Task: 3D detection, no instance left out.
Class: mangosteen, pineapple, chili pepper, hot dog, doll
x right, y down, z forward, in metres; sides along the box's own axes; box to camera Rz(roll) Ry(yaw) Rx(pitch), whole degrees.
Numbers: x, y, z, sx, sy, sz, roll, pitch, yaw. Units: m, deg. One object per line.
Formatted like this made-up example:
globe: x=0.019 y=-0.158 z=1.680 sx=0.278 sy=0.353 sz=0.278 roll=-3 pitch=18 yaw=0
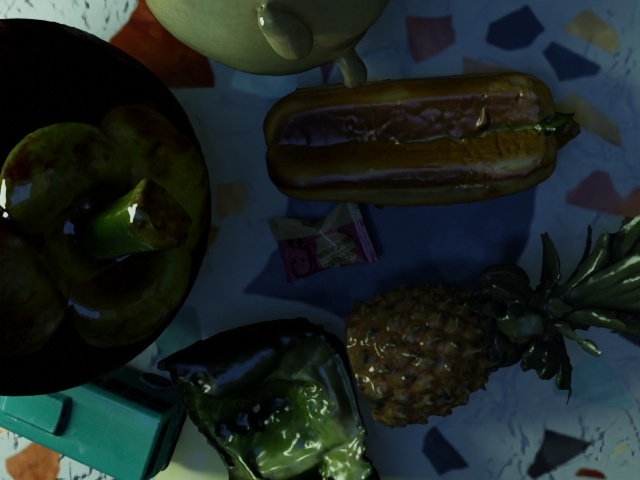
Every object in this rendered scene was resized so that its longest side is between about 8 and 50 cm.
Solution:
mangosteen: x=-0.228 y=-0.011 z=1.183 sx=0.297 sy=0.313 sz=0.297 roll=-1 pitch=125 yaw=-1
pineapple: x=0.158 y=0.054 z=1.204 sx=0.277 sy=0.119 sz=0.130 roll=-17 pitch=51 yaw=15
chili pepper: x=-0.018 y=0.188 z=1.280 sx=0.148 sy=0.116 sz=0.265 roll=-21 pitch=95 yaw=5
hot dog: x=0.078 y=-0.076 z=1.220 sx=0.250 sy=0.076 sz=0.104 roll=-5 pitch=79 yaw=11
doll: x=-0.007 y=-0.294 z=1.124 sx=0.247 sy=0.247 sz=0.350 roll=9 pitch=87 yaw=13

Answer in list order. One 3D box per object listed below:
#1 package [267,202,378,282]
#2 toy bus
package: x=0.000 y=0.000 z=1.273 sx=0.083 sy=0.029 sz=0.059 roll=-15 pitch=100 yaw=22
toy bus: x=-0.201 y=0.140 z=1.316 sx=0.160 sy=0.092 sz=0.079 roll=23 pitch=103 yaw=9
